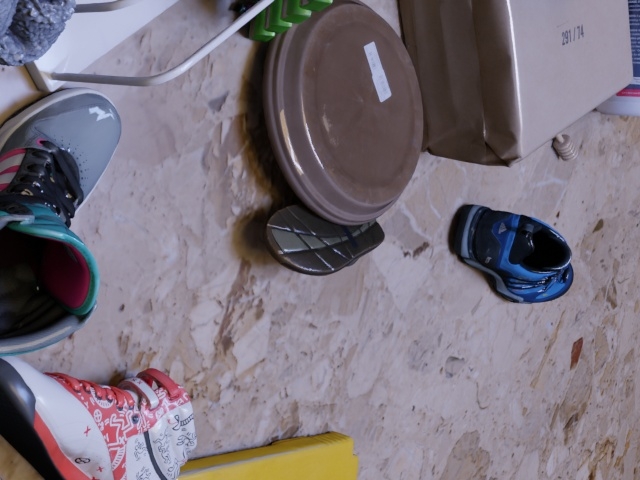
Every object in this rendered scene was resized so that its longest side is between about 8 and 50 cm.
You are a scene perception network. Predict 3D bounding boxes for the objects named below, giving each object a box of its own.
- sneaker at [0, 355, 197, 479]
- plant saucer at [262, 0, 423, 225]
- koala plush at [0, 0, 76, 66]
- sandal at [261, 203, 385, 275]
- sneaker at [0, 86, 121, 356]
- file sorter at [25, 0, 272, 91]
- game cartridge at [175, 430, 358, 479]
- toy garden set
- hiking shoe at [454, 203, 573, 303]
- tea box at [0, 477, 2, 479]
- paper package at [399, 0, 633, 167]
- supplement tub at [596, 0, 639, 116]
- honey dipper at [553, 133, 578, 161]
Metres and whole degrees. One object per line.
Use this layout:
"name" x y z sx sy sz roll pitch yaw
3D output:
"sneaker" -0.212 0.158 0.922 0.145 0.090 0.270 -51 135 -30
"plant saucer" 0.039 -0.156 1.141 0.278 0.041 0.277 6 81 -49
"koala plush" -0.303 -0.173 0.678 0.221 0.196 0.203 -46 158 -33
"sandal" 0.000 0.000 1.151 0.090 0.060 0.219 58 30 6
"sneaker" -0.229 -0.016 0.795 0.295 0.178 0.123 -54 133 -26
"file sorter" -0.179 -0.289 0.801 0.193 0.173 0.277 -47 129 -33
"game cartridge" -0.081 0.383 1.151 0.324 0.053 0.285 2 96 -51
"toy garden set" -0.036 -0.311 0.939 0.049 0.244 0.203 6 91 -17
"hiking shoe" 0.322 0.037 1.467 0.304 0.132 0.113 23 81 -49
"tea box" -0.404 0.199 0.610 0.329 0.220 0.323 -45 128 -33
"paper package" 0.267 -0.302 1.309 0.325 0.168 0.309 -32 121 -39
"supplement tub" 0.557 -0.341 1.611 0.191 0.191 0.272 -8 104 -48
"honey dipper" 0.368 -0.186 1.554 0.160 0.030 0.030 47 63 -39
